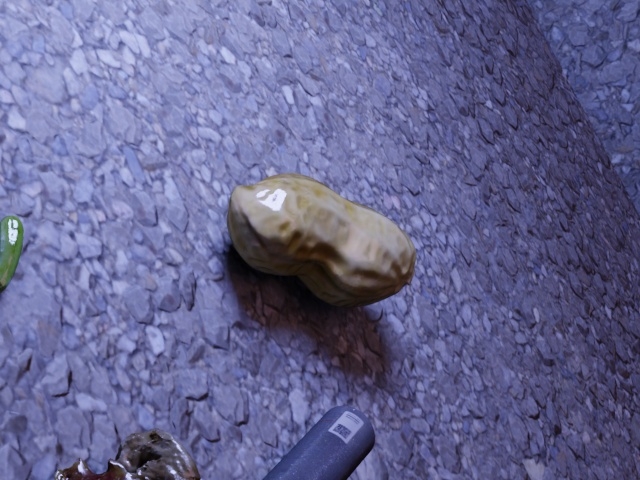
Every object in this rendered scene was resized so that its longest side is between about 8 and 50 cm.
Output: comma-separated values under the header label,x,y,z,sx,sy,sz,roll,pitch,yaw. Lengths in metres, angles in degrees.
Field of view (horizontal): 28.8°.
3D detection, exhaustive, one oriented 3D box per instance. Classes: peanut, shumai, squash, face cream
label,x,y,z,sx,sy,sz,roll,pitch,yaw
peanut,0.000,0.000,1.588,0.305,0.147,0.147,28,46,-38
shumai,-0.176,0.257,1.167,0.105,0.123,0.139,-17,95,-47
squash,-0.310,0.013,1.231,0.027,0.027,0.089,32,45,-40
face cream,-0.024,0.278,1.409,0.073,0.073,0.283,61,32,-5
